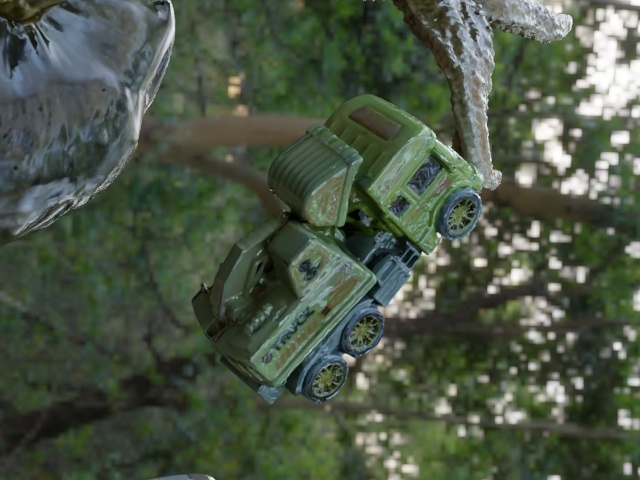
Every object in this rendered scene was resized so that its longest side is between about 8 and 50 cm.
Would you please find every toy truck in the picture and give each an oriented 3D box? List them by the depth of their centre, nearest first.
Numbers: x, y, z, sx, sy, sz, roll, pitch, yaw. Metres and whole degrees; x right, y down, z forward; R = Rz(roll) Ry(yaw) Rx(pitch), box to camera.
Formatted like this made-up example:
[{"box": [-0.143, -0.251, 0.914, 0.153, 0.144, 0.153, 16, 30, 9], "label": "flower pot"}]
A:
[{"box": [0.000, 0.000, 0.888, 0.085, 0.191, 0.116, 38, -3, 41], "label": "toy truck"}]

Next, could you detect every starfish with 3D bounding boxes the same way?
[{"box": [0.055, -0.170, 1.045, 0.094, 0.375, 0.327, -59, -145, 33], "label": "starfish"}]

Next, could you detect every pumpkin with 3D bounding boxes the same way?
[{"box": [-0.219, -0.101, 0.822, 0.242, 0.325, 0.232, -12, -121, 36], "label": "pumpkin"}]

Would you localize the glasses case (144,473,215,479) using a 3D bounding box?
[{"box": [-0.120, 0.161, 0.789, 0.041, 0.164, 0.063, 55, -48, 25], "label": "glasses case"}]
